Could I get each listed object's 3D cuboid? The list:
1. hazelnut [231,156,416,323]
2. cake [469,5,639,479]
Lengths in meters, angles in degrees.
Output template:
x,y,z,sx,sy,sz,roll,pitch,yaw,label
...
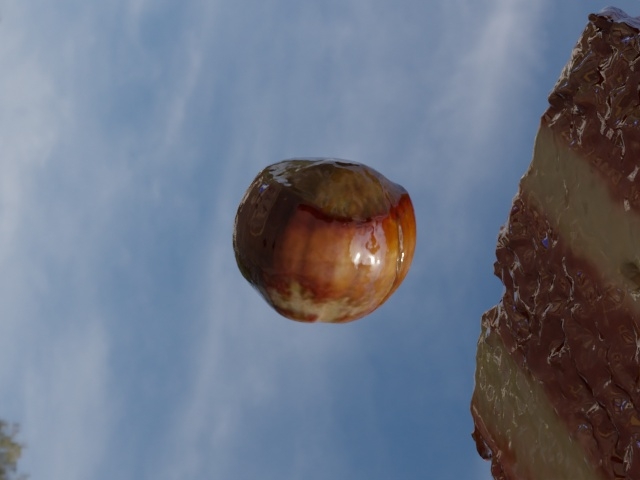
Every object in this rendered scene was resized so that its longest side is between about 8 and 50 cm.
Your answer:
x,y,z,sx,sy,sz,roll,pitch,yaw,label
0.000,0.000,0.491,0.086,0.086,0.086,-14,-108,49,hazelnut
0.266,0.059,0.622,0.269,0.270,0.320,-119,-140,-59,cake
